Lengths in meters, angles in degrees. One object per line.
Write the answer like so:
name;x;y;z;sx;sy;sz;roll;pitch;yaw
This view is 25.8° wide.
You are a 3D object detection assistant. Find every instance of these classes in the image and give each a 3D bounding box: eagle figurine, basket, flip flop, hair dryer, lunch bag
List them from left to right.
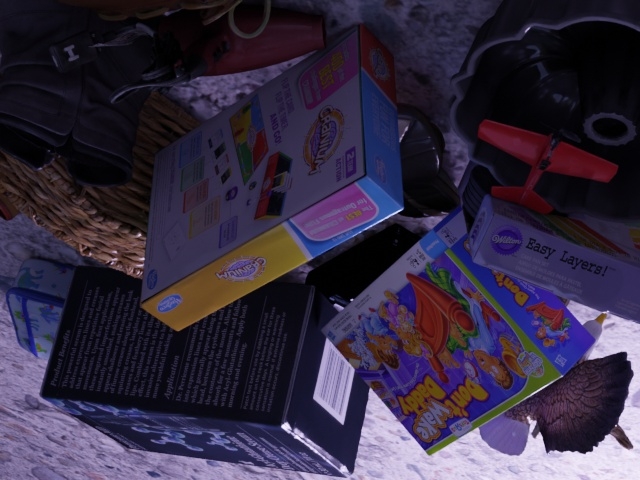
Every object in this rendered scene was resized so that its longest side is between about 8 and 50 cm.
lunch bag;-0.413;0.124;2.255;0.176;0.090;0.219;17;149;4
basket;-0.294;-0.078;1.745;0.299;0.213;0.223;35;144;-29
hair dryer;-0.121;-0.191;1.489;0.223;0.293;0.080;32;135;49
flip flop;0.108;-0.102;1.659;0.112;0.080;0.277;1;161;20
eagle figurine;0.313;0.175;1.879;0.226;0.225;0.298;6;167;16

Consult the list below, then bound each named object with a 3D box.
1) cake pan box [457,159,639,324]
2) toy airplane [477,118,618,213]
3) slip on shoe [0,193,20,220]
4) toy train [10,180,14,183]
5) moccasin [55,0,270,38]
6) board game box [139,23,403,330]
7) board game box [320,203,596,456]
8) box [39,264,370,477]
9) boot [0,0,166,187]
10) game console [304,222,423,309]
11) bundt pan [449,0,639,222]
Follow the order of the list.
cake pan box;0.283;-0.004;1.581;0.267;0.246;0.070;20;108;-5
toy airplane;0.223;-0.074;1.445;0.151;0.028;0.151;13;149;8
slip on shoe;-0.553;-0.094;1.954;0.331;0.101;0.123;10;151;14
toy train;-0.419;-0.087;1.780;0.143;0.248;0.105;22;115;-24
moccasin;-0.118;-0.285;1.404;0.380;0.139;0.147;-10;158;33
board game box;-0.057;-0.068;1.539;0.316;0.242;0.064;-28;131;28
board game box;0.165;0.122;1.803;0.233;0.078;0.347;49;146;4
box;-0.159;0.196;2.078;0.395;0.212;0.293;4;159;23
boot;-0.333;-0.210;1.538;0.338;0.223;0.118;23;149;-12
game console;0.000;0.000;1.900;0.361;0.044;0.213;29;147;-23
bundt pan;0.302;-0.159;1.417;0.330;0.124;0.331;13;149;8
